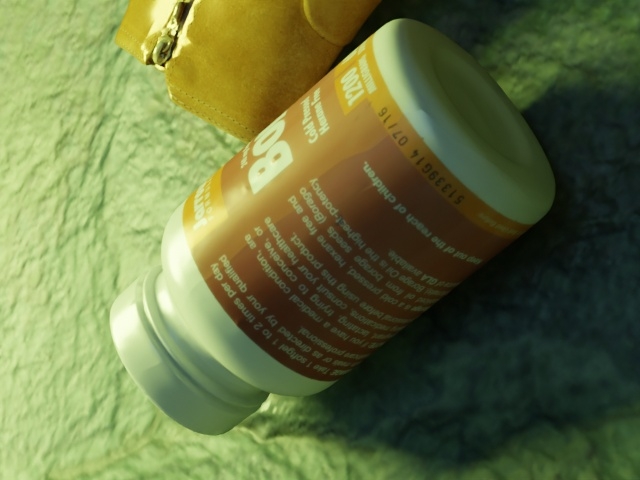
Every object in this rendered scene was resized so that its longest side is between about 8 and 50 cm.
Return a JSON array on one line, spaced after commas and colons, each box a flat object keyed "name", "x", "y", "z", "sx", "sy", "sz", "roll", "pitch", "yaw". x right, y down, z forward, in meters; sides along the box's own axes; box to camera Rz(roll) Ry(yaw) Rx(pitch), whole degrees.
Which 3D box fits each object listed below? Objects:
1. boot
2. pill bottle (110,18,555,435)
[{"name": "boot", "x": 0.017, "y": -0.141, "z": 0.976, "sx": 0.295, "sy": 0.104, "sz": 0.211, "roll": 27, "pitch": 100, "yaw": 42}, {"name": "pill bottle", "x": 0.000, "y": 0.000, "z": 0.929, "sx": 0.216, "sy": 0.121, "sz": 0.121, "roll": -40, "pitch": 59, "yaw": 21}]
